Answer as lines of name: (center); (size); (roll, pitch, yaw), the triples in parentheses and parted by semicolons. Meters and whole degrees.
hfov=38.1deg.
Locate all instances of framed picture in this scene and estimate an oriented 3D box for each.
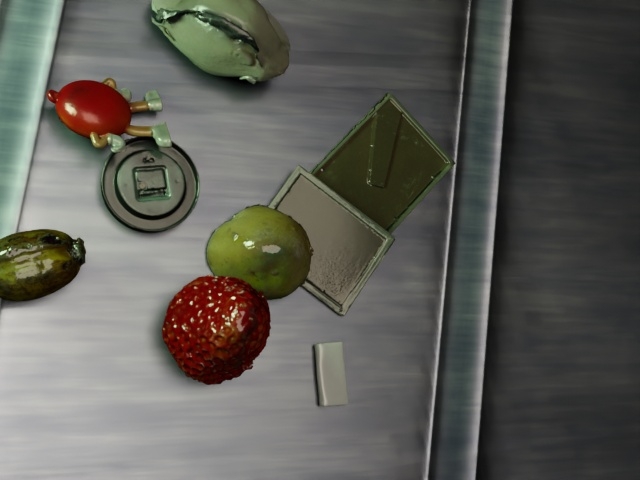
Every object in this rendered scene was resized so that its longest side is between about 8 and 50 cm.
framed picture: (0.127, -0.144, 1.928); (0.213, 0.016, 0.289); (46, 67, -7)
framed picture: (0.000, 0.000, 1.836); (0.252, 0.014, 0.197); (37, 76, -11)

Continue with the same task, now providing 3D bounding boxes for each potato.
potato: (-0.101, 0.022, 1.738); (0.202, 0.117, 0.182); (23, 83, -15)

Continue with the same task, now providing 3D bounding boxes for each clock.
clock: (-0.318, -0.103, 1.726); (0.185, 0.040, 0.184); (4, 79, -21)

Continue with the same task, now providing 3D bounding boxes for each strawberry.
strawberry: (-0.166, 0.153, 1.624); (0.205, 0.244, 0.205); (4, 79, -23)

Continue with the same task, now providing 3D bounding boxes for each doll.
doll: (-0.389, -0.228, 1.690); (0.217, 0.085, 0.183); (4, 48, -27)

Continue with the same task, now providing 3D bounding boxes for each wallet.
wallet: (0.021, 0.259, 1.797); (0.061, 0.025, 0.122); (-2, 79, -20)

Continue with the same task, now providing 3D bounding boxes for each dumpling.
dumpling: (-0.179, -0.427, 1.789); (0.293, 0.163, 0.204); (31, 73, -1)

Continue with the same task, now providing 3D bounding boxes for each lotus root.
lotus root: (-0.503, 0.043, 1.585); (0.210, 0.120, 0.120); (-15, 85, -23)
